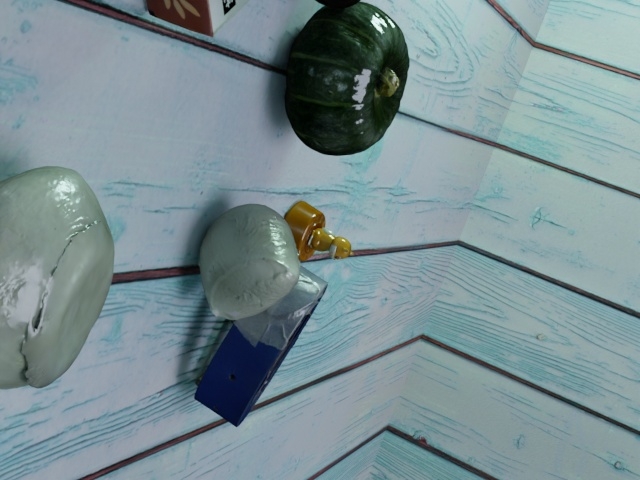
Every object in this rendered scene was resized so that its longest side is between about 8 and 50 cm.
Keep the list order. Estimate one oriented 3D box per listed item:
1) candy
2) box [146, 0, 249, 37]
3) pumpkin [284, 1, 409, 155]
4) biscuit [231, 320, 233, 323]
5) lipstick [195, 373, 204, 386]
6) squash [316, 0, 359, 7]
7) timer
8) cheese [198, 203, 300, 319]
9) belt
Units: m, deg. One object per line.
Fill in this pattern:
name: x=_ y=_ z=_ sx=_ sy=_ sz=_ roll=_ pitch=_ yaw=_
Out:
candy: x=-0.367 y=0.039 z=1.122 sx=0.295 sy=0.185 sz=0.296 roll=13 pitch=90 yaw=-83
box: x=-0.115 y=-0.530 z=1.226 sx=0.344 sy=0.122 sz=0.385 roll=-53 pitch=156 yaw=-32
pumpkin: x=0.059 y=-0.308 z=1.777 sx=0.300 sy=0.207 sz=0.300 roll=13 pitch=90 yaw=-68
biscuit: x=-0.122 y=0.106 z=1.978 sx=0.199 sy=0.034 sz=0.064 roll=-53 pitch=154 yaw=-14
lipstick: x=-0.229 y=0.279 z=1.956 sx=0.094 sy=0.019 sz=0.019 roll=-34 pitch=142 yaw=-55
squash: x=0.046 y=-0.498 z=1.628 sx=0.193 sy=0.156 sz=0.193 roll=-27 pitch=143 yaw=-23
timer: x=0.000 y=0.000 z=2.036 sx=0.132 sy=0.152 sz=0.132 roll=-51 pitch=155 yaw=-36
cheese: x=-0.134 y=0.030 z=1.690 sx=0.154 sy=0.198 sz=0.189 roll=27 pitch=46 yaw=-38
belt: x=-0.121 y=0.201 z=1.856 sx=0.347 sy=0.117 sz=0.212 roll=-58 pitch=173 yaw=7
